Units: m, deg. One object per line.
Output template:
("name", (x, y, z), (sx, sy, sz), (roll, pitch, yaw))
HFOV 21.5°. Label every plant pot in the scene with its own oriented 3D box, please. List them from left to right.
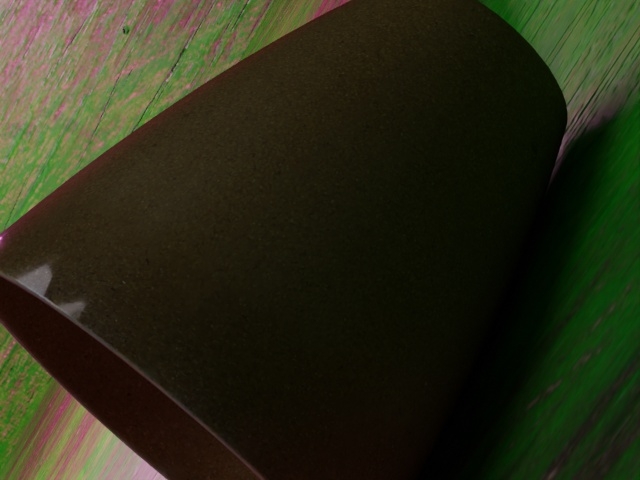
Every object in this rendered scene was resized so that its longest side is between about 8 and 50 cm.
("plant pot", (0.000, 0.000, 0.830), (0.254, 0.237, 0.237), (-49, 7, -17))
